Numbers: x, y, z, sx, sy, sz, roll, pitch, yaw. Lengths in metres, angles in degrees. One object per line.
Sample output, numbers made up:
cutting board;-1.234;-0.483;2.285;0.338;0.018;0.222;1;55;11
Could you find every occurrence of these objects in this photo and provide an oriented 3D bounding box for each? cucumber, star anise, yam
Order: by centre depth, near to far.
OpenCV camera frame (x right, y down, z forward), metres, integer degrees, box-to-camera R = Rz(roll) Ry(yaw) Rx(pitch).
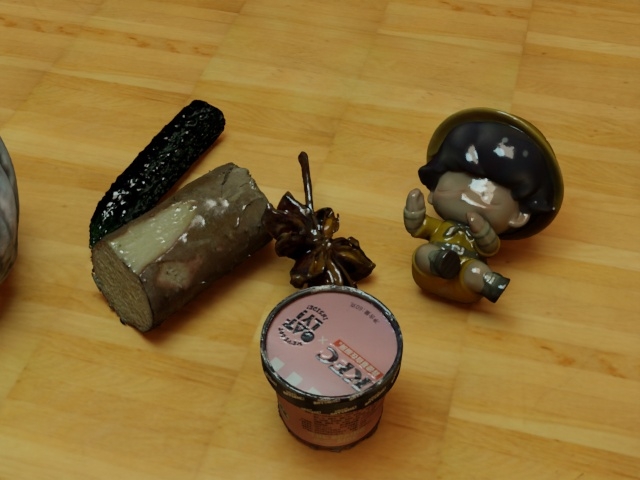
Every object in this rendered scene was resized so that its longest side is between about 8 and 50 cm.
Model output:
yam;-0.162;0.002;1.184;0.238;0.128;0.129;-35;92;-29
star anise;0.002;-0.002;1.199;0.177;0.073;0.234;48;33;-13
cucumber;-0.233;-0.093;1.317;0.072;0.072;0.300;18;48;17

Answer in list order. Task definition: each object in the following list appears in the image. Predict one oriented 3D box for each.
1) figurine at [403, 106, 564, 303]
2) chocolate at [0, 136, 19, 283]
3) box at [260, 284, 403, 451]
figurine;0.201;-0.044;1.206;0.192;0.167;0.257;24;73;17
chocolate;-0.479;-0.002;1.108;0.303;0.303;0.213;-30;78;-26
box;0.012;0.146;1.033;0.151;0.135;0.151;0;49;0
